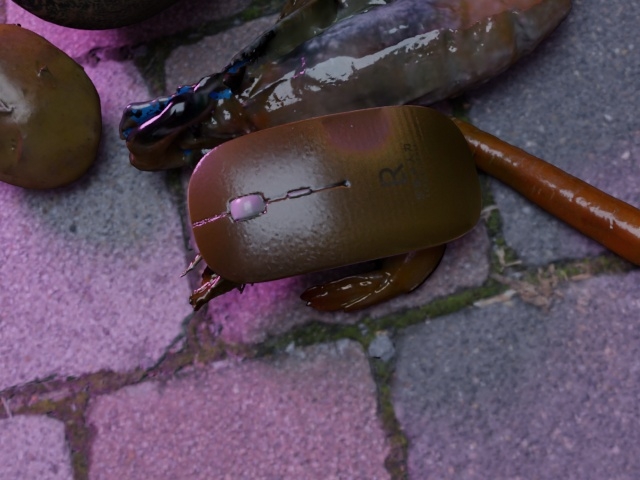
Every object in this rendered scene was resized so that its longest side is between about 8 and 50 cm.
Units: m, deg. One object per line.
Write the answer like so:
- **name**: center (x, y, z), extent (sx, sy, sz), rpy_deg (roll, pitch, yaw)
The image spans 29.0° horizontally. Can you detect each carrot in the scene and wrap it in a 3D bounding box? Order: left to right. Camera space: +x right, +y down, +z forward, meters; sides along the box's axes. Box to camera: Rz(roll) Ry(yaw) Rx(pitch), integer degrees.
- **carrot**: center (0.193, -0.047, 1.062), extent (0.248, 0.043, 0.043), rpy_deg (32, 76, 22)

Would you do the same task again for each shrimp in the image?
- **shrimp**: center (0.000, 0.000, 1.063), extent (0.249, 0.068, 0.150), rpy_deg (-26, 71, -7)
- **shrimp**: center (0.021, -0.185, 1.117), extent (0.446, 0.110, 0.221), rpy_deg (-27, 56, -6)

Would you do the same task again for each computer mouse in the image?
- **computer mouse**: center (0.014, -0.038, 1.017), extent (0.245, 0.056, 0.126), rpy_deg (-11, 78, -10)

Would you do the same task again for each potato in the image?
- **potato**: center (-0.282, -0.124, 1.127), extent (0.176, 0.137, 0.137), rpy_deg (26, 74, 16)

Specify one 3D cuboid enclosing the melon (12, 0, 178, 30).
- **melon**: center (-0.181, -0.339, 1.135), extent (0.248, 0.248, 0.329), rpy_deg (34, 66, 21)
